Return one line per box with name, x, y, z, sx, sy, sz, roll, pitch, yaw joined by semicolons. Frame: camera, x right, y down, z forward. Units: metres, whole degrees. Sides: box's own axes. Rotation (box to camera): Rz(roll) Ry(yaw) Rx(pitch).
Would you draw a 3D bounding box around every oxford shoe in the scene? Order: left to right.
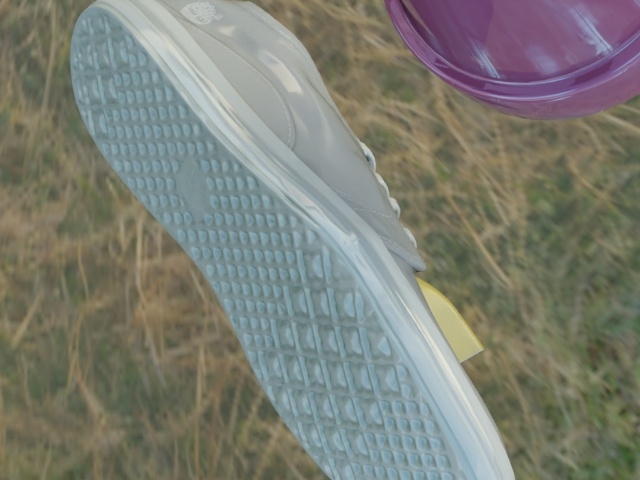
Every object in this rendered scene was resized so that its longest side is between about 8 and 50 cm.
oxford shoe;0.000;0.000;1.270;0.130;0.449;0.169;-17;149;-36

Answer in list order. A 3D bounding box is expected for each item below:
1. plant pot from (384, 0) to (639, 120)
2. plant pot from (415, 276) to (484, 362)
plant pot;0.109;-0.182;1.093;0.201;0.180;0.201;-5;78;23
plant pot;0.067;0.077;1.618;0.081;0.081;0.083;-26;85;-25
